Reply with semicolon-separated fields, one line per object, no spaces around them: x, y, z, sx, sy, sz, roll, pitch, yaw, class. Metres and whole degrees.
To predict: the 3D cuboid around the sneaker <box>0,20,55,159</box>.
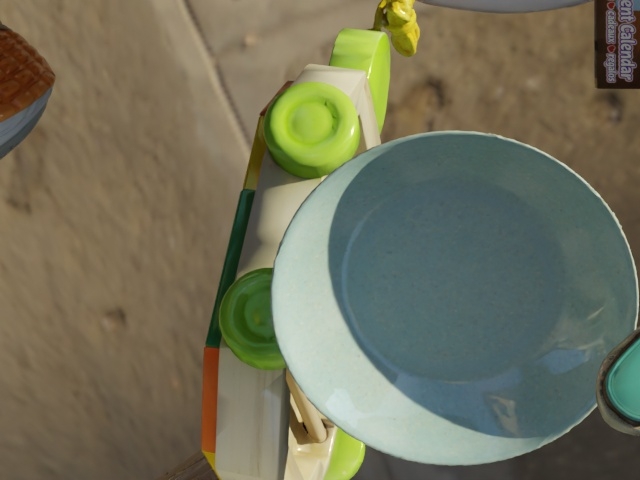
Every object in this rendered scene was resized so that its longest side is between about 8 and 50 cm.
-0.215;-0.009;0.751;0.099;0.121;0.262;40;46;18;sneaker

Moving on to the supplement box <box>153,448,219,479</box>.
-0.081;0.231;1.416;0.130;0.239;0.073;-36;107;20;supplement box

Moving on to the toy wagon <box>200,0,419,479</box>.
0.000;0.000;1.218;0.068;0.267;0.344;8;68;10;toy wagon

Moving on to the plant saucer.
0.071;0.028;1.037;0.195;0.037;0.195;1;112;4;plant saucer

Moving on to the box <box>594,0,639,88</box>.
0.303;-0.246;1.432;0.201;0.293;0.057;1;38;10;box

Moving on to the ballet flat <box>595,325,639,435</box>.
0.190;0.023;0.872;0.168;0.052;0.057;-40;75;5;ballet flat

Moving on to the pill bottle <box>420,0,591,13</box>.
0.070;-0.215;0.849;0.224;0.392;0.224;0;98;1;pill bottle
